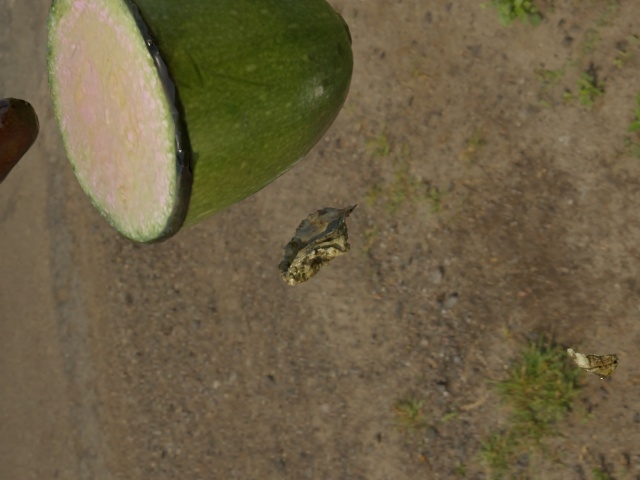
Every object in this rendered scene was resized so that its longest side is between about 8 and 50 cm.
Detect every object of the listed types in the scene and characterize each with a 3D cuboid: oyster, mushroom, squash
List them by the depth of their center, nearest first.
[{"bbox_3d":[-0.116,-0.182,1.080,0.310,0.309,0.310,28,129,43],"label":"squash"},{"bbox_3d":[0.356,0.160,1.195,0.051,0.093,0.034,-10,66,64],"label":"oyster"},{"bbox_3d":[-0.006,0.005,1.442,0.105,0.056,0.177,-6,36,34],"label":"oyster"},{"bbox_3d":[-0.661,-0.205,1.751,0.217,0.148,0.227,38,79,28],"label":"mushroom"}]
